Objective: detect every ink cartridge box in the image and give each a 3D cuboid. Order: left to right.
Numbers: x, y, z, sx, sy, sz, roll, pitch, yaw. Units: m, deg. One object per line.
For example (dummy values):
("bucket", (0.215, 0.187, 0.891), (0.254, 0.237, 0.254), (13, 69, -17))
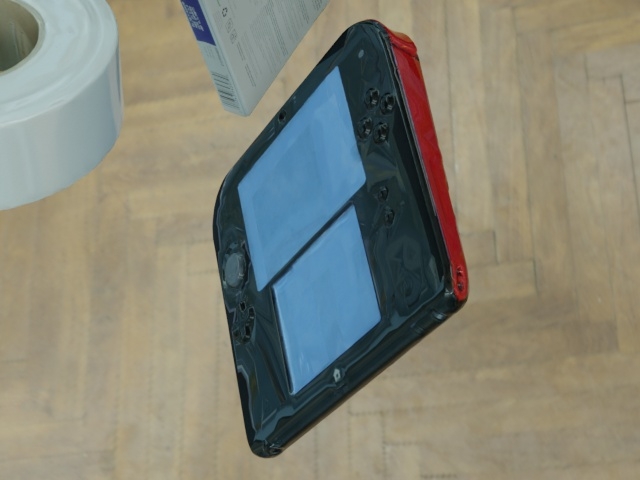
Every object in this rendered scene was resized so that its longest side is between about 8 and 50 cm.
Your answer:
("ink cartridge box", (-0.076, -0.305, 1.501), (0.045, 0.223, 0.224), (20, 62, 26))

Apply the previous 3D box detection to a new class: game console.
("game console", (0.000, 0.000, 1.261), (0.386, 0.060, 0.342), (-46, 42, 45))

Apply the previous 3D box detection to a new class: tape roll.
("tape roll", (-0.329, -0.155, 1.152), (0.286, 0.100, 0.286), (1, 44, -1))
